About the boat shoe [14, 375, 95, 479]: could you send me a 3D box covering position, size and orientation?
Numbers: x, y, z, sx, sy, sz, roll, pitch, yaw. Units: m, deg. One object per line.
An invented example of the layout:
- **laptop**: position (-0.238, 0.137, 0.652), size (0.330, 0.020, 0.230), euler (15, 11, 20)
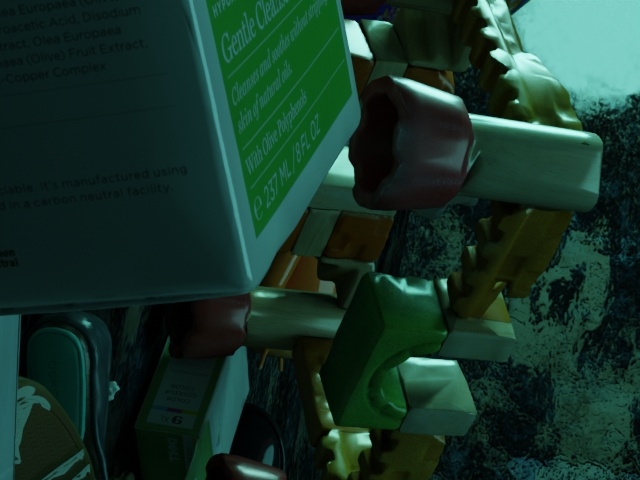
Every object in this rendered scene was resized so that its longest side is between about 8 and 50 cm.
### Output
- **boat shoe**: position (-0.195, 0.186, 1.017), size (0.104, 0.089, 0.285), euler (-37, 141, -37)

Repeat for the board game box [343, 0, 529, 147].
- **board game box**: position (0.108, -0.223, 1.697), size (0.347, 0.078, 0.233), euler (-39, 175, 1)

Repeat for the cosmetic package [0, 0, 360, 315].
- **cosmetic package**: position (-0.105, -0.177, 0.597), size (0.197, 0.155, 0.365), euler (-61, 144, -63)

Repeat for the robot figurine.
- **robot figurine**: position (-0.030, 0.021, 1.672), size (0.158, 0.128, 0.219), euler (6, -95, 59)

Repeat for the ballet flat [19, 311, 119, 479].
- **ballet flat**: position (-0.169, 0.140, 1.132), size (0.074, 0.074, 0.203), euler (-50, 147, -72)

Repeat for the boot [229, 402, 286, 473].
- **boot**: position (-0.104, 0.278, 1.594), size (0.207, 0.094, 0.246), euler (36, 70, -84)

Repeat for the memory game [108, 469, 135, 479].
- **memory game**: position (-0.179, 0.281, 1.402), size (0.186, 0.012, 0.186), euler (11, 90, -81)

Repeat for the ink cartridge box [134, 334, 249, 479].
- **ink cartridge box**: position (-0.116, 0.165, 1.470), size (0.209, 0.062, 0.109), euler (-74, 167, -46)

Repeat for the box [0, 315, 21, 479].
- **box**: position (-0.203, 0.054, 0.758), size (0.169, 0.087, 0.290), euler (-59, 158, -66)

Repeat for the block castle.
- **block castle**: position (0.000, 0.000, 1.258), size (0.303, 0.213, 0.453), euler (-104, -152, -45)
